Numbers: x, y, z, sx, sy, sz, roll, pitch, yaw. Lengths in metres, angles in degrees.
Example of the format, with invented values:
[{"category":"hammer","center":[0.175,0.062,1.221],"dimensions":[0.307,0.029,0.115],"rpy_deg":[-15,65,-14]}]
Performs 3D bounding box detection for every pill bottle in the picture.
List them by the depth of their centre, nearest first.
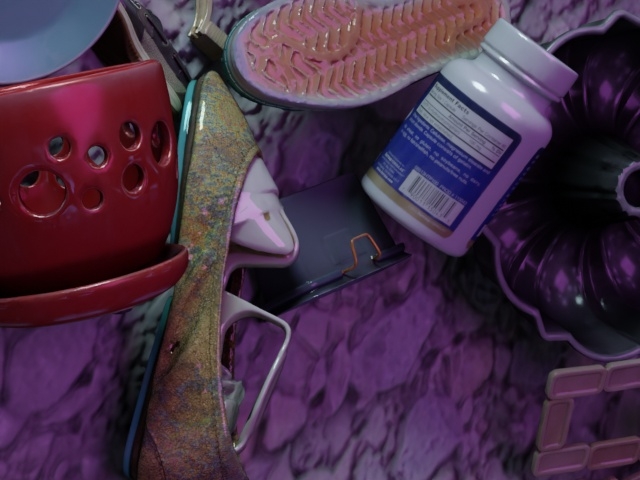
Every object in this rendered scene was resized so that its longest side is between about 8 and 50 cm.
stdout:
[{"category":"pill bottle","center":[0.130,-0.090,1.502],"dimensions":[0.112,0.112,0.187],"rpy_deg":[31,101,-31]}]

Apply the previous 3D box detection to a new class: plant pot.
[{"category":"plant pot","center":[-0.194,-0.034,1.308],"dimensions":[0.191,0.191,0.174],"rpy_deg":[-19,103,-39]}]

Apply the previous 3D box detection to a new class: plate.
[{"category":"plate","center":[-0.241,-0.212,1.354],"dimensions":[0.188,0.024,0.188],"rpy_deg":[-9,117,-18]}]

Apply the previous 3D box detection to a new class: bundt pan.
[{"category":"bundt pan","center":[0.274,-0.056,1.673],"dimensions":[0.330,0.124,0.331],"rpy_deg":[-3,100,-20]}]

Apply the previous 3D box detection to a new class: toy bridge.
[{"category":"toy bridge","center":[-0.070,-0.248,1.539],"dimensions":[0.063,0.026,0.188],"rpy_deg":[39,60,-26]}]

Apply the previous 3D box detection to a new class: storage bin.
[{"category":"storage bin","center":[0.000,0.000,1.517],"dimensions":[0.135,0.098,0.091],"rpy_deg":[-23,87,-39]}]

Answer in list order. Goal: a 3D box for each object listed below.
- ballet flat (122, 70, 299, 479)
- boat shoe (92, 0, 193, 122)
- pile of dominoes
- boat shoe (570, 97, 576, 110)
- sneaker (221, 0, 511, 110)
[{"category":"ballet flat","center":[-0.074,0.038,1.421],"dimensions":[0.123,0.123,0.349],"rpy_deg":[17,75,-35]},{"category":"boat shoe","center":[-0.154,-0.167,1.446],"dimensions":[0.049,0.056,0.152],"rpy_deg":[-50,122,-38]},{"category":"pile of dominoes","center":[0.305,0.185,1.692],"dimensions":[0.251,0.040,0.196],"rpy_deg":[-5,121,-22]},{"category":"boat shoe","center":[0.247,-0.133,1.749],"dimensions":[0.063,0.059,0.170],"rpy_deg":[46,60,-25]},{"category":"sneaker","center":[0.025,-0.163,1.539],"dimensions":[0.302,0.121,0.108],"rpy_deg":[-15,89,-38]}]
